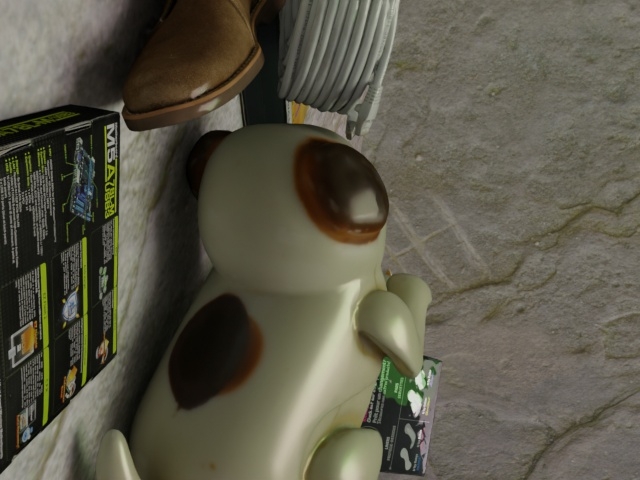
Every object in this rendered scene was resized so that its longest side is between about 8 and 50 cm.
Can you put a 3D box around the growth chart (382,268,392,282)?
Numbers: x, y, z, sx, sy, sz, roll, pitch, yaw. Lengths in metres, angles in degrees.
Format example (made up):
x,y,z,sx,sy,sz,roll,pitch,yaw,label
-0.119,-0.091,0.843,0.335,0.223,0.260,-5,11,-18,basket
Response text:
x,y,z,sx,sy,sz,roll,pitch,yaw,label
0.000,0.000,0.932,0.021,0.171,0.237,-19,87,-52,growth chart

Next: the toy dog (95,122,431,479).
x,y,z,sx,sy,sz,roll,pitch,yaw,label
-0.056,0.079,0.745,0.395,0.284,0.408,7,96,-42,toy dog

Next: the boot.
x,y,z,sx,sy,sz,roll,pitch,yaw,label
-0.103,-0.194,0.570,0.305,0.112,0.115,-81,160,-50,boot

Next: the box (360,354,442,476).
x,y,z,sx,sy,sz,roll,pitch,yaw,label
0.039,0.224,1.016,0.247,0.142,0.164,-3,-104,64,box

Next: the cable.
x,y,z,sx,sy,sz,roll,pitch,yaw,label
0.015,-0.254,0.683,0.257,0.089,0.257,-100,-161,-56,cable

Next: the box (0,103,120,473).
x,y,z,sx,sy,sz,roll,pitch,yaw,label
-0.179,0.025,0.426,0.184,0.045,0.191,-66,163,-69,box

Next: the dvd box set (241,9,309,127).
x,y,z,sx,sy,sz,roll,pitch,yaw,label
-0.027,-0.356,0.981,0.308,0.062,0.421,89,13,-51,dvd box set
